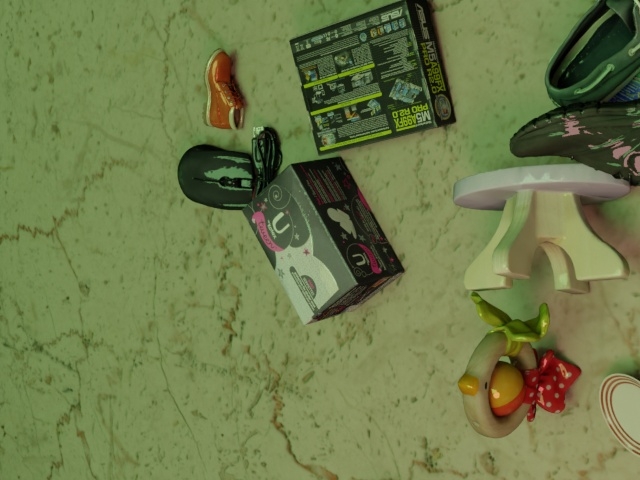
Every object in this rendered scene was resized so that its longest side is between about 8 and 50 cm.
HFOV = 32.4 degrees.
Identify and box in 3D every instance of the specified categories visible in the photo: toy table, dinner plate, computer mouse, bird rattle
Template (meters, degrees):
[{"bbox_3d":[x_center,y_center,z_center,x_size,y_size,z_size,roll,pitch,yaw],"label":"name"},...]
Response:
[{"bbox_3d":[0.323,-0.013,1.618,0.274,0.252,0.160,-11,74,49],"label":"toy table"},{"bbox_3d":[0.472,0.261,1.641,0.141,0.017,0.141,40,142,42],"label":"dinner plate"},{"bbox_3d":[-0.195,-0.129,2.150,0.272,0.072,0.188,5,102,41],"label":"computer mouse"},{"bbox_3d":[0.279,0.203,1.664,0.143,0.207,0.253,18,143,36],"label":"bird rattle"}]

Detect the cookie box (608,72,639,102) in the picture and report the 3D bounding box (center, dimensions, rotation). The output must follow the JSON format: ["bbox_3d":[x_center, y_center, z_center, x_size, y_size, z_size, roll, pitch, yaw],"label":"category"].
[{"bbox_3d":[0.446,-0.220,1.582,0.092,0.040,0.107,38,120,32],"label":"cookie box"}]

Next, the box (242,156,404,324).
[{"bbox_3d":[0.000,0.000,1.952,0.163,0.142,0.247,-40,71,38],"label":"box"}]

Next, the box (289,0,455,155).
[{"bbox_3d":[0.083,-0.274,1.871,0.270,0.060,0.216,-11,97,43],"label":"box"}]

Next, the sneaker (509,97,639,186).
[{"bbox_3d":[0.394,-0.128,1.466,0.286,0.109,0.130,-6,102,26],"label":"sneaker"}]

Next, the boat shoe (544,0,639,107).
[{"bbox_3d":[0.430,-0.305,1.504,0.319,0.099,0.116,-48,62,18],"label":"boat shoe"}]

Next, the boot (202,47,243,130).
[{"bbox_3d":[-0.179,-0.289,2.121,0.085,0.059,0.158,21,120,34],"label":"boot"}]
